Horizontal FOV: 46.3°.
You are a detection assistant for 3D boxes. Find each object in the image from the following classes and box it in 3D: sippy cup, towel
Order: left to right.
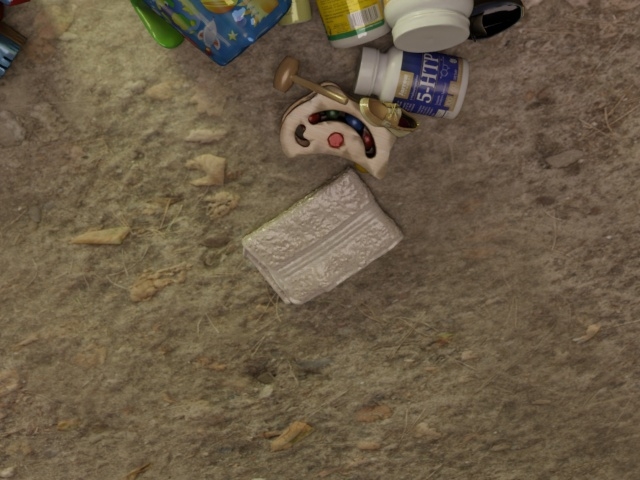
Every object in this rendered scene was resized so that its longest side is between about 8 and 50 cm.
[{"bbox_3d":[-0.172,-0.414,1.198,0.240,0.305,0.224,-45,108,-4],"label":"sippy cup"},{"bbox_3d":[0.000,0.000,1.478,0.282,0.049,0.187,-34,110,13],"label":"towel"}]

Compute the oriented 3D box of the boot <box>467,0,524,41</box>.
[{"bbox_3d":[0.242,-0.383,1.284,0.219,0.106,0.082,-13,112,5],"label":"boot"}]

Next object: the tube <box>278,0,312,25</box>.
[{"bbox_3d":[-0.067,-0.489,1.265,0.070,0.062,0.240,-16,111,-15],"label":"tube"}]

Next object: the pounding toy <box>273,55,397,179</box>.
[{"bbox_3d":[0.011,-0.193,1.337,0.270,0.155,0.154,31,105,-13],"label":"pounding toy"}]

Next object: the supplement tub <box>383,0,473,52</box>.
[{"bbox_3d":[0.171,-0.421,1.211,0.145,0.144,0.199,-5,84,2],"label":"supplement tub"}]

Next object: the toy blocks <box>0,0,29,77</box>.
[{"bbox_3d":[-0.634,-0.358,1.272,0.261,0.190,0.381,32,111,-25],"label":"toy blocks"}]

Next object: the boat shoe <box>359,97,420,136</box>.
[{"bbox_3d":[0.121,-0.218,1.290,0.045,0.135,0.050,-12,73,40],"label":"boat shoe"}]

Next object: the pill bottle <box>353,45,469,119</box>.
[{"bbox_3d":[0.157,-0.284,1.323,0.187,0.112,0.111,9,113,-4],"label":"pill bottle"}]

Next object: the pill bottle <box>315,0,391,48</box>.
[{"bbox_3d":[0.040,-0.439,1.253,0.118,0.117,0.208,-17,113,7],"label":"pill bottle"}]
